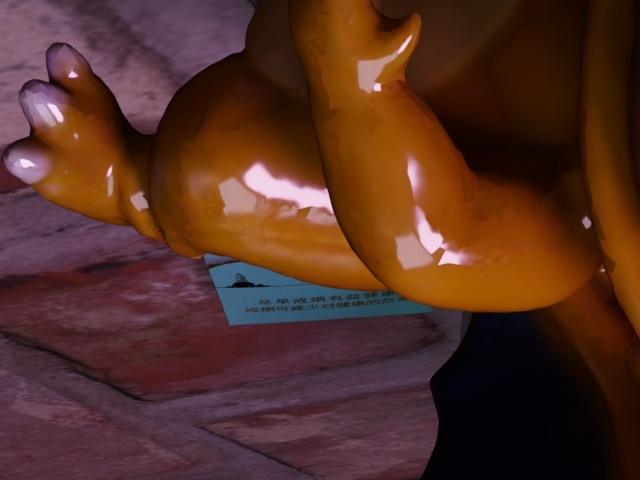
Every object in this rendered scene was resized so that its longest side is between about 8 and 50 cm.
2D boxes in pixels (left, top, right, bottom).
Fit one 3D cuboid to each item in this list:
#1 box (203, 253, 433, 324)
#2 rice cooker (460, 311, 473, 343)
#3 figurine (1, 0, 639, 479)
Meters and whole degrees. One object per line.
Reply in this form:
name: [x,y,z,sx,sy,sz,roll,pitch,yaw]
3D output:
box: [0.000,-0.001,0.911,0.162,0.041,0.229,-4,156,3]
rice cooker: [0.262,0.105,0.862,0.325,0.335,0.335,-17,152,29]
figurine: [0.125,-0.061,0.445,0.387,0.401,0.268,3,125,22]
